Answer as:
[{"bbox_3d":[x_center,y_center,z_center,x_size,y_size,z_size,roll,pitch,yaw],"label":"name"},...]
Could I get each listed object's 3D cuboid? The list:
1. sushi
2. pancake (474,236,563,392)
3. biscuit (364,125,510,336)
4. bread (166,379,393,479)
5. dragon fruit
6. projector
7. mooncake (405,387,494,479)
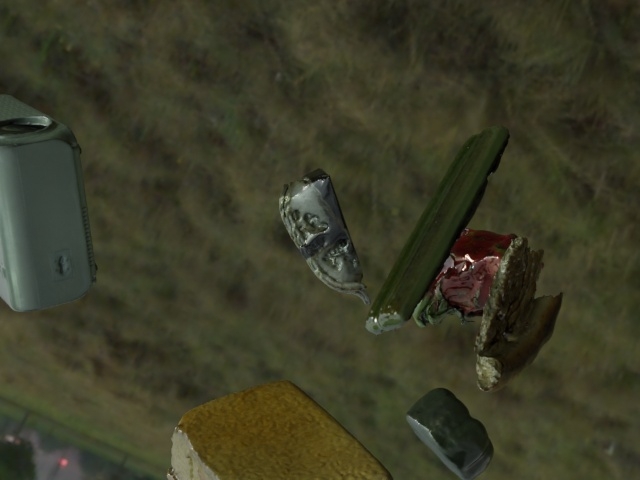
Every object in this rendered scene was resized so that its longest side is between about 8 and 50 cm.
[{"bbox_3d":[0.002,0.008,2.088,0.109,0.272,0.134,-19,-173,-1],"label":"sushi"},{"bbox_3d":[0.296,0.124,1.649,0.056,0.257,0.212,11,163,31],"label":"pancake"},{"bbox_3d":[0.149,-0.021,1.407,0.038,0.322,0.099,37,157,-15],"label":"biscuit"},{"bbox_3d":[-0.050,0.277,1.285,0.185,0.114,0.275,-14,-157,-25],"label":"bread"},{"bbox_3d":[0.322,0.096,2.301,0.200,0.269,0.198,34,-178,7],"label":"dragon fruit"},{"bbox_3d":[-0.359,-0.054,1.310,0.108,0.198,0.250,-16,-156,-28],"label":"projector"},{"bbox_3d":[0.243,0.360,2.069,0.175,0.104,0.168,51,168,4],"label":"mooncake"}]
